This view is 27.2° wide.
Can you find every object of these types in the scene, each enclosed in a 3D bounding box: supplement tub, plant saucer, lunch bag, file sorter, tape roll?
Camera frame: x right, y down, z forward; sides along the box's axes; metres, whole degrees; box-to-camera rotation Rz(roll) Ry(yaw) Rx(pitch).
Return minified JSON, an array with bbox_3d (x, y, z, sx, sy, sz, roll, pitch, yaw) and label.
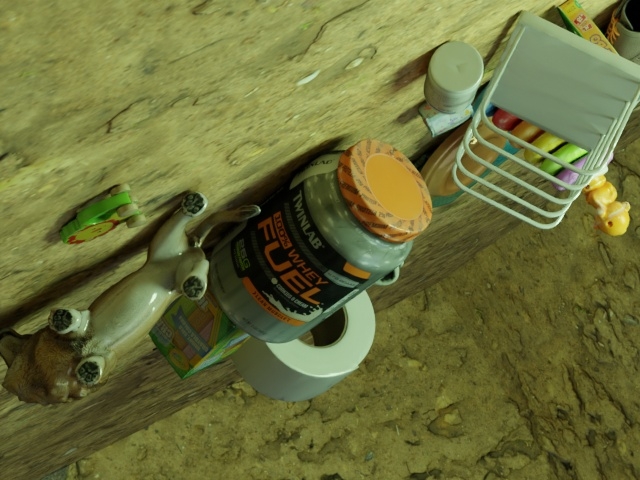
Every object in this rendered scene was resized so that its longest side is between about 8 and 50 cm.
[{"bbox_3d":[0.171,-0.208,1.704,0.071,0.071,0.107,-30,171,-6],"label":"supplement tub"},{"bbox_3d":[0.253,-0.144,2.278,0.200,0.037,0.200,-36,160,-16],"label":"plant saucer"},{"bbox_3d":[0.182,-0.188,1.914,0.071,0.053,0.083,-29,-179,4],"label":"lunch bag"},{"bbox_3d":[0.000,0.000,1.892,0.316,0.194,0.193,-39,168,38],"label":"supplement tub"},{"bbox_3d":[0.304,-0.151,1.829,0.173,0.192,0.278,-61,175,-15],"label":"file sorter"},{"bbox_3d":[-0.038,0.171,2.537,0.246,0.246,0.169,-25,170,-31],"label":"tape roll"}]

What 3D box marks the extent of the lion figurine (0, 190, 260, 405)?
[{"bbox_3d":[-0.248,0.082,1.719,0.392,0.142,0.240,-34,179,-10],"label":"lion figurine"}]

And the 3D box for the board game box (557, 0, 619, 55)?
[{"bbox_3d":[0.398,-0.275,1.907,0.039,0.124,0.259,-38,170,14],"label":"board game box"}]

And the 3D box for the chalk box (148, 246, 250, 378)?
[{"bbox_3d":[-0.184,0.120,2.064,0.132,0.132,0.213,-26,165,-49],"label":"chalk box"}]

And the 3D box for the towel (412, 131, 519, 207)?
[{"bbox_3d":[0.223,-0.119,2.473,0.370,0.040,0.271,-17,163,-50],"label":"towel"}]

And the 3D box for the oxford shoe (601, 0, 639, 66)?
[{"bbox_3d":[0.483,-0.325,2.051,0.132,0.130,0.363,15,149,-33],"label":"oxford shoe"}]

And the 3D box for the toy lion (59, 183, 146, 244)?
[{"bbox_3d":[-0.249,-0.023,1.487,0.096,0.034,0.100,-23,170,-4],"label":"toy lion"}]

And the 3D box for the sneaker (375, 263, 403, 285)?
[{"bbox_3d":[0.089,0.023,2.327,0.122,0.146,0.330,-28,164,8],"label":"sneaker"}]

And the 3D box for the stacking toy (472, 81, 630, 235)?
[{"bbox_3d":[0.389,-0.139,2.046,0.175,0.302,0.165,-37,169,29],"label":"stacking toy"}]
